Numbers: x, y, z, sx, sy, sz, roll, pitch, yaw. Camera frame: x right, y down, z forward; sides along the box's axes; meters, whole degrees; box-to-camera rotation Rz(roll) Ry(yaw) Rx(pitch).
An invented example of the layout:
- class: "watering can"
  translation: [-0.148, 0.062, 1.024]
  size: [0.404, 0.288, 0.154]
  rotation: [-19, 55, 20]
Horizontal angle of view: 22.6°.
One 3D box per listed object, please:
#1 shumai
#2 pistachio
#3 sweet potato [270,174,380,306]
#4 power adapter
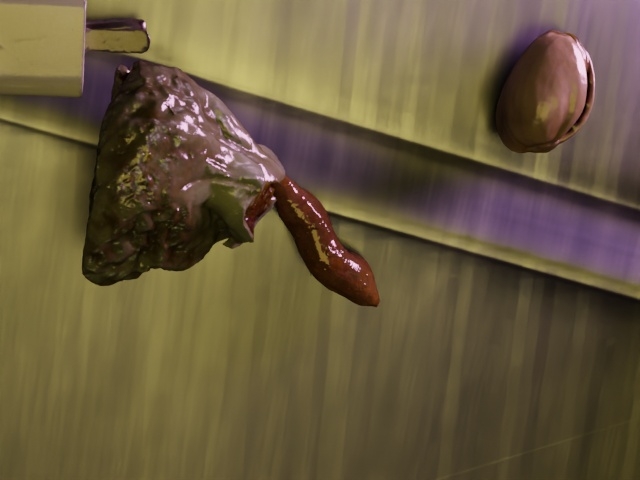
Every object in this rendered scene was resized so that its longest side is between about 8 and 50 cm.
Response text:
- class: "shumai"
  translation: [-0.148, -0.058, 1.752]
  size: [0.218, 0.189, 0.255]
  rotation: [9, 115, -15]
- class: "pistachio"
  translation: [0.263, -0.171, 1.860]
  size: [0.113, 0.113, 0.149]
  rotation: [18, 87, -17]
- class: "sweet potato"
  translation: [-0.001, 0.003, 1.872]
  size: [0.218, 0.051, 0.065]
  rotation: [52, 47, -21]
- class: "power adapter"
  translation: [-0.284, -0.220, 1.706]
  size: [0.205, 0.130, 0.125]
  rotation: [0, 106, -14]
